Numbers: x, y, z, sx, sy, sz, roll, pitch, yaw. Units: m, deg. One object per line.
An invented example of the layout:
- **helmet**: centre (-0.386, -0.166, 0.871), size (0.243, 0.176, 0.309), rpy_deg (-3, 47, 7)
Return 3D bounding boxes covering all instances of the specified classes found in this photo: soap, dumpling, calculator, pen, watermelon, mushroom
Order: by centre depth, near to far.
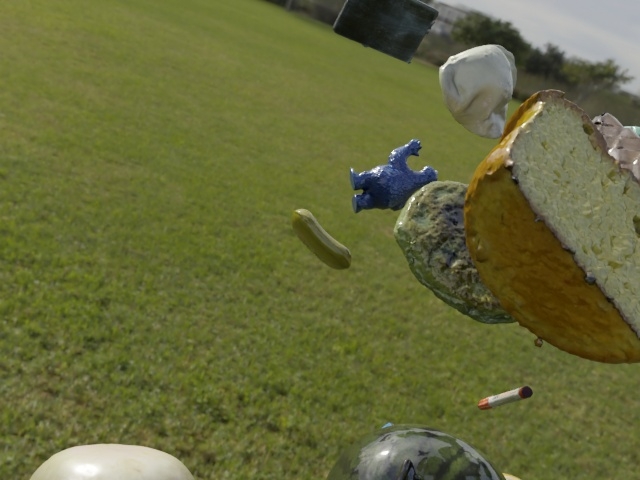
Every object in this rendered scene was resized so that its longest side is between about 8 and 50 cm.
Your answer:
- **mushroom**: centre (-0.292, 0.385, 1.055), size (0.246, 0.202, 0.246), rpy_deg (12, 2, 0)
- **watermelon**: centre (0.133, 0.395, 1.056), size (0.279, 0.279, 0.359), rpy_deg (29, -17, 25)
- **dumpling**: centre (0.231, -0.210, 1.104), size (0.100, 0.134, 0.169), rpy_deg (-14, 12, 24)
- **soap**: centre (-0.001, 0.001, 1.349), size (0.140, 0.045, 0.089), rpy_deg (44, -15, 4)
- **pen**: centre (0.404, 0.350, 1.686), size (0.028, 0.028, 0.239), rpy_deg (19, -21, -5)
- **calculator**: centre (0.165, -0.558, 1.939), size (0.262, 0.161, 0.021), rpy_deg (15, 28, -33)

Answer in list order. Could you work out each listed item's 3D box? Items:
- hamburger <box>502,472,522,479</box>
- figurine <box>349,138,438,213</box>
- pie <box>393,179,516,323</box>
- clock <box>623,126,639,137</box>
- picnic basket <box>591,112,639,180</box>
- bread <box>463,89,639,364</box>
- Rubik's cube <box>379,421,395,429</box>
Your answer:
- **hamburger**: centre (0.418, 0.693, 1.910), size (0.261, 0.302, 0.186), rpy_deg (-14, -23, 35)
- **figurine**: centre (0.205, -0.153, 2.078), size (0.262, 0.164, 0.121), rpy_deg (-24, 28, -8)
- **pie**: centre (0.295, 0.005, 1.400), size (0.323, 0.070, 0.323), rpy_deg (5, 52, -6)
- **clock**: centre (0.646, -0.177, 1.603), size (0.148, 0.189, 0.060), rpy_deg (34, 52, -29)
- **picnic basket**: centre (0.443, 0.016, 1.176), size (0.293, 0.337, 0.337), rpy_deg (36, 6, -33)
- **bread**: centre (0.293, 0.008, 0.932), size (0.340, 0.179, 0.194), rpy_deg (51, 54, -5)
- **Rubik's cube**: centre (0.185, 0.603, 2.002), size (0.163, 0.162, 0.160), rpy_deg (60, -8, -16)
